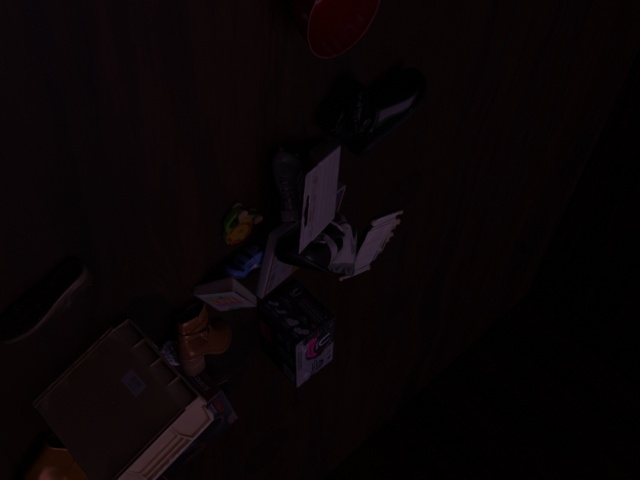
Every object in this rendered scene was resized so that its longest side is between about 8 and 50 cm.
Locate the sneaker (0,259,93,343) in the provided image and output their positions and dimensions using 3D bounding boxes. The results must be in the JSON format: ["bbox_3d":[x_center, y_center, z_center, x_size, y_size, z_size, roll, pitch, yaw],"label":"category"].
[{"bbox_3d":[-0.472,0.118,1.350,0.188,0.066,0.071,-42,155,-13],"label":"sneaker"}]

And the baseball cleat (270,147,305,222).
[{"bbox_3d":[-0.063,-0.104,1.656,0.206,0.072,0.110,68,22,-62],"label":"baseball cleat"}]

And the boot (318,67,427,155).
[{"bbox_3d":[0.118,-0.302,1.683,0.246,0.094,0.207,-46,159,8],"label":"boot"}]

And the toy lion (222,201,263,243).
[{"bbox_3d":[-0.177,-0.032,1.664,0.096,0.034,0.100,-46,155,12],"label":"toy lion"}]

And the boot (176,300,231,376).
[{"bbox_3d":[-0.267,0.201,1.787,0.197,0.072,0.152,-57,149,-55],"label":"boot"}]

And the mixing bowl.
[{"bbox_3d":[0.012,-0.422,1.344,0.181,0.098,0.181,-36,152,-23],"label":"mixing bowl"}]

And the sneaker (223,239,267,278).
[{"bbox_3d":[-0.165,0.040,1.757,0.144,0.053,0.059,-32,151,-50],"label":"sneaker"}]

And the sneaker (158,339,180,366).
[{"bbox_3d":[-0.371,0.274,1.754,0.076,0.065,0.166,-27,175,26],"label":"sneaker"}]

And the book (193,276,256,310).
[{"bbox_3d":[-0.216,0.127,1.766,0.096,0.035,0.144,-10,158,14],"label":"book"}]

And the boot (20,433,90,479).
[{"bbox_3d":[-0.537,0.513,1.752,0.211,0.104,0.295,-55,150,14],"label":"boot"}]

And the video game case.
[{"bbox_3d":[-0.047,-0.003,1.858,0.285,0.025,0.204,-39,155,-43],"label":"video game case"}]

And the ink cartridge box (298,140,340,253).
[{"bbox_3d":[-0.020,-0.096,1.656,0.224,0.056,0.181,-45,144,-59],"label":"ink cartridge box"}]

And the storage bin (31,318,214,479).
[{"bbox_3d":[-0.394,0.339,1.558,0.260,0.262,0.123,-45,152,-9],"label":"storage bin"}]

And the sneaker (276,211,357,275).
[{"bbox_3d":[0.000,0.000,1.796,0.330,0.122,0.146,9,95,-69],"label":"sneaker"}]

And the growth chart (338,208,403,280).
[{"bbox_3d":[0.153,0.013,2.264,0.172,0.021,0.237,-13,137,-52],"label":"growth chart"}]

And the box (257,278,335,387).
[{"bbox_3d":[-0.061,0.253,2.084,0.142,0.163,0.247,-36,152,-23],"label":"box"}]

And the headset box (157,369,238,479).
[{"bbox_3d":[-0.347,0.462,1.977,0.293,0.110,0.218,-41,153,-17],"label":"headset box"}]
